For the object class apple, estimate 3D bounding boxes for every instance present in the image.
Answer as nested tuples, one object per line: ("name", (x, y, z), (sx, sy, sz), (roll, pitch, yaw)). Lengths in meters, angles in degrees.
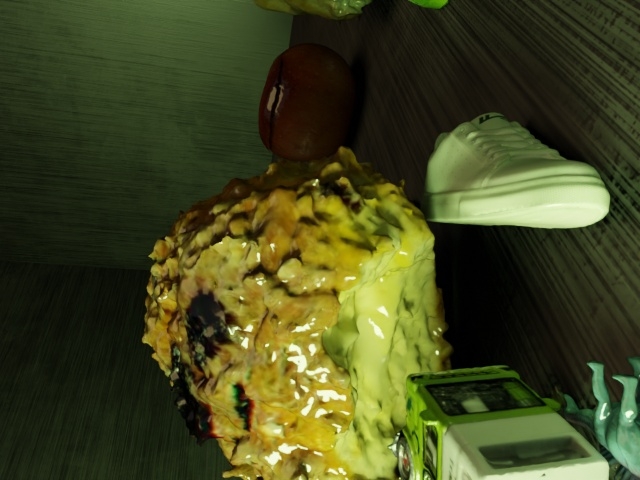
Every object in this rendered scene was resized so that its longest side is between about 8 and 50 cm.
("apple", (-0.027, -0.308, 1.198), (0.251, 0.206, 0.272), (-83, 7, -55))

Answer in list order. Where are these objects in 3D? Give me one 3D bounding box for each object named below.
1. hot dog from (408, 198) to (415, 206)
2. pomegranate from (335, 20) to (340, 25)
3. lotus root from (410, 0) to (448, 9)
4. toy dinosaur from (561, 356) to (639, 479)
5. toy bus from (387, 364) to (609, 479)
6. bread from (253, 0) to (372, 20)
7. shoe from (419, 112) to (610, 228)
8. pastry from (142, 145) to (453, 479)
("hot dog", (0.115, -0.029, 0.760), (0.035, 0.058, 0.083), (51, -156, -40))
("pomegranate", (0.019, -0.604, 1.198), (0.224, 0.181, 0.181), (63, 159, 14))
("lotus root", (0.099, -0.410, 0.688), (0.186, 0.186, 0.186), (-175, 90, -79))
("toy dinosaur", (0.196, 0.116, 0.316), (0.197, 0.045, 0.080), (-178, 83, -86))
("toy bus", (0.126, 0.258, 0.400), (0.139, 0.113, 0.302), (-139, 47, -76))
("bread", (-0.007, -0.539, 1.000), (0.252, 0.196, 0.239), (14, 107, 40))
("shoe", (0.153, -0.067, 0.473), (0.265, 0.095, 0.110), (-179, 94, -81))
("pastry", (-0.037, 0.102, 0.604), (0.337, 0.292, 0.405), (10, 122, 40))
